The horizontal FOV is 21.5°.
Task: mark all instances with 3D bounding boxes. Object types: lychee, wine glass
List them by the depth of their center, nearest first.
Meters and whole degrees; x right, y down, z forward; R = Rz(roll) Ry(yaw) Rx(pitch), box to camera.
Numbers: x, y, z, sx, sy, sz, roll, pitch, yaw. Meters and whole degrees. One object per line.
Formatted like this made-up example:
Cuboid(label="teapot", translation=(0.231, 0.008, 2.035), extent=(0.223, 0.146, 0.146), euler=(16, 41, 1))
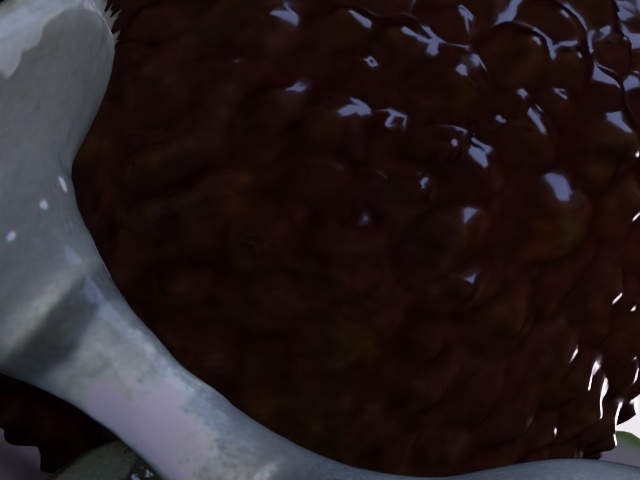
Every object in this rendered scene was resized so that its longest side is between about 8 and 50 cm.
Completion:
Cuboid(label="wine glass", translation=(0.022, 0.080, 0.383), extent=(0.321, 0.143, 0.143), euler=(39, -2, 7))
Cuboid(label="lychee", translation=(0.000, 0.000, 0.616), extent=(0.276, 0.304, 0.275), euler=(47, 27, -33))

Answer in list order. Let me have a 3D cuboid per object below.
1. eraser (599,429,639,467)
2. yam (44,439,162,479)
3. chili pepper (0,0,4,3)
Cuboid(label="eraser", translation=(0.244, 0.232, 0.841), extent=(0.210, 0.092, 0.274), euler=(19, -31, 49))
Cuboid(label="yam", translation=(-0.041, 0.096, 0.499), extent=(0.094, 0.043, 0.043), euler=(40, -2, -10))
Cuboid(label="chili pepper", translation=(-0.145, -0.084, 0.910), extent=(0.233, 0.248, 0.256), euler=(52, 5, -13))
